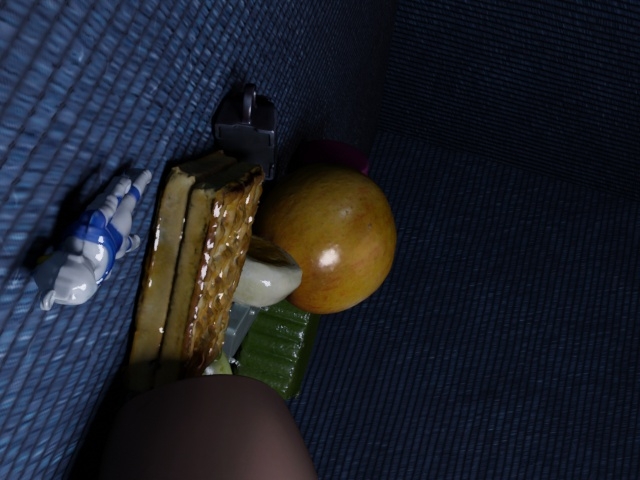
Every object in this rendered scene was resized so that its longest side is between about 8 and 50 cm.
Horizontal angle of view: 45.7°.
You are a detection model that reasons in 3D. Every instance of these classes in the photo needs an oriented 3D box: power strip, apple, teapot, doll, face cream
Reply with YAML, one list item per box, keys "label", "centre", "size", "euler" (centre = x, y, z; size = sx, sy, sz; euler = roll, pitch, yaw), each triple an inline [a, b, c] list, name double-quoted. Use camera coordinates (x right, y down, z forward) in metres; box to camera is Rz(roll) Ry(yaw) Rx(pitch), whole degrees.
- label: "power strip"
  centre: [-0.151, 0.134, 1.531]
  size: [0.215, 0.061, 0.145]
  euler: [-64, 170, -59]
- label: "apple"
  centre: [0.000, 0.000, 1.506]
  size: [0.275, 0.299, 0.299]
  euler: [-39, 154, -34]
- label: "teapot"
  centre: [-0.101, -0.165, 1.104]
  size: [0.177, 0.087, 0.096]
  euler: [96, 3, -61]
- label: "doll"
  centre: [-0.210, 0.000, 0.707]
  size: [0.227, 0.057, 0.114]
  euler: [-82, -168, -68]
- label: "face cream"
  centre: [0.014, -0.117, 1.800]
  size: [0.175, 0.175, 0.195]
  euler: [-64, 167, -55]

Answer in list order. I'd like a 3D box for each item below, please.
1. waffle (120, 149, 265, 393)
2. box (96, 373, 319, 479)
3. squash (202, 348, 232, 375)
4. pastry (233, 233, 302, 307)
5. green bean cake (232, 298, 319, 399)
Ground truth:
- label: "waffle"
  centre: [-0.167, 0.041, 1.028]
  size: [0.213, 0.091, 0.308]
  euler: [-55, 162, -72]
- label: "box"
  centre: [-0.136, 0.313, 0.935]
  size: [0.301, 0.301, 0.216]
  euler: [98, -19, -53]
- label: "squash"
  centre: [-0.203, 0.241, 1.261]
  size: [0.137, 0.137, 0.287]
  euler: [-66, 156, -49]
- label: "pastry"
  centre: [-0.110, 0.052, 1.266]
  size: [0.156, 0.156, 0.092]
  euler: [-59, 168, -66]
- label: "green bean cake"
  centre: [-0.101, 0.247, 1.819]
  size: [0.250, 0.156, 0.247]
  euler: [53, 52, -82]
